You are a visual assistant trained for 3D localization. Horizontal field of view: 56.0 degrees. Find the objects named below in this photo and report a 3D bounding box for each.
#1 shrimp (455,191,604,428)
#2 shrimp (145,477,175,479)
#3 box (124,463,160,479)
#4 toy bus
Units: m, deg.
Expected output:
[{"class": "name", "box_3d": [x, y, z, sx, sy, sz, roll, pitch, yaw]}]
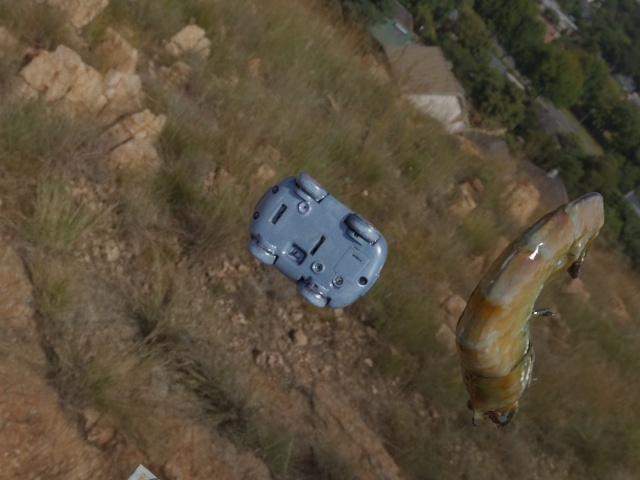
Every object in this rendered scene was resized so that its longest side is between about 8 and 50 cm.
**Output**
[{"class": "shrimp", "box_3d": [0.179, 0.071, 0.515, 0.058, 0.169, 0.296, 42, -17, 33]}, {"class": "shrimp", "box_3d": [-0.171, 0.413, 0.741, 0.360, 0.085, 0.247, -1, 46, 0]}, {"class": "box", "box_3d": [-0.298, 0.543, 1.091, 0.233, 0.149, 0.067, 43, 9, 0]}, {"class": "toy bus", "box_3d": [0.000, 0.000, 1.278, 0.294, 0.197, 0.232, 37, 6, 9]}]
